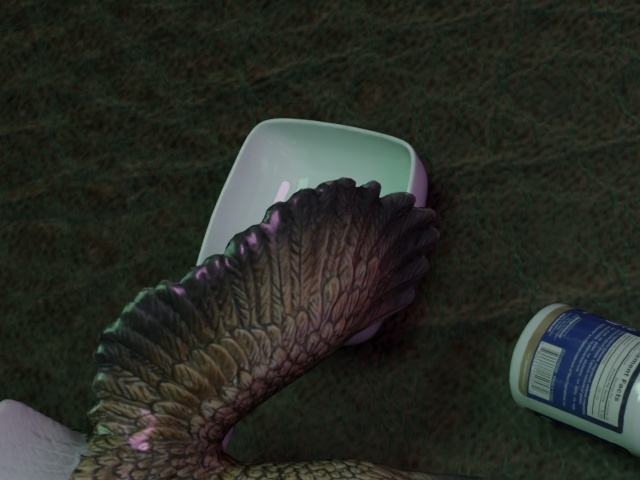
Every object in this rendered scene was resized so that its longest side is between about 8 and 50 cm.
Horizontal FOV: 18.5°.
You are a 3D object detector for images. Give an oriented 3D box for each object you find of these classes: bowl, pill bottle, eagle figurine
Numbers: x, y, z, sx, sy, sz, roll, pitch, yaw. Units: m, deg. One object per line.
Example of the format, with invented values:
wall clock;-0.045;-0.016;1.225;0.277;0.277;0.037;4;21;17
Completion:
bowl;0.000;0.000;1.249;0.142;0.053;0.142;12;75;35
pill bottle;0.171;0.083;1.096;0.120;0.067;0.067;21;81;37
eagle figurine;-0.051;0.115;1.096;0.298;0.226;0.225;-17;40;10
